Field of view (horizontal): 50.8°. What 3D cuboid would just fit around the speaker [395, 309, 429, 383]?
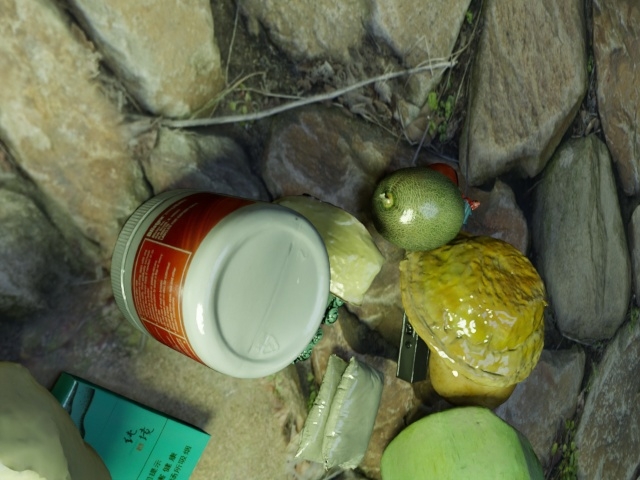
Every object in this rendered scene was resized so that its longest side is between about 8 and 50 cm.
[{"bbox_3d":[0.175,0.161,1.226,0.046,0.040,0.191,-1,101,-44],"label":"speaker"}]

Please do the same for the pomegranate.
[{"bbox_3d":[0.289,0.229,1.260,0.196,0.196,0.196,-13,108,-43],"label":"pomegranate"}]

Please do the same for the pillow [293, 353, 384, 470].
[{"bbox_3d":[0.041,0.280,1.096,0.134,0.078,0.181,29,76,-48],"label":"pillow"}]

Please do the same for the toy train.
[{"bbox_3d":[-0.013,0.117,1.030,0.148,0.038,0.071,-56,133,-21],"label":"toy train"}]

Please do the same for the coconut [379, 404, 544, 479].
[{"bbox_3d":[0.251,0.436,1.187,0.281,0.328,0.328,-6,109,0],"label":"coconut"}]

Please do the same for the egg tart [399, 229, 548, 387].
[{"bbox_3d":[0.279,0.089,1.149,0.319,0.319,0.128,-14,154,-42],"label":"egg tart"}]

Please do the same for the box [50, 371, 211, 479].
[{"bbox_3d":[-0.257,0.273,0.819,0.226,0.042,0.161,40,71,-42],"label":"box"}]

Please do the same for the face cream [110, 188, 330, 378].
[{"bbox_3d":[-0.116,0.045,0.802,0.201,0.187,0.201,-12,108,-43],"label":"face cream"}]

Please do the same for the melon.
[{"bbox_3d":[0.155,-0.051,1.086,0.192,0.139,0.139,10,92,-47],"label":"melon"}]

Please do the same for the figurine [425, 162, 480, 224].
[{"bbox_3d":[0.221,-0.083,1.200,0.140,0.068,0.075,42,73,-35],"label":"figurine"}]

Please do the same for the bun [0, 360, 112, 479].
[{"bbox_3d":[-0.354,0.259,0.595,0.360,0.211,0.360,-11,115,-25],"label":"bun"}]

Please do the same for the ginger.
[{"bbox_3d":[-0.003,-0.002,0.990,0.193,0.122,0.115,35,92,-10],"label":"ginger"}]
